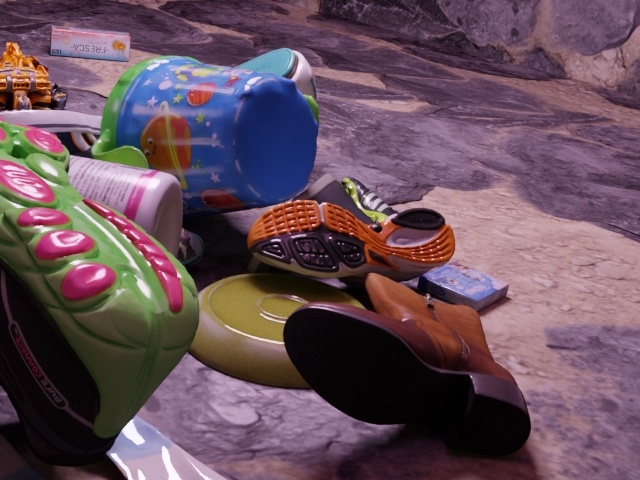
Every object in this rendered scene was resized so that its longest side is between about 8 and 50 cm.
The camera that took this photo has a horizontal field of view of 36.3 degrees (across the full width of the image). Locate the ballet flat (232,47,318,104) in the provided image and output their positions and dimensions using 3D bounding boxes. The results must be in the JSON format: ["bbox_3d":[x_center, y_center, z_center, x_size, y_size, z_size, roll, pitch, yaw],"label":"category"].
[{"bbox_3d":[-0.181,-0.234,1.727,0.400,0.139,0.139,-8,12,28],"label":"ballet flat"}]

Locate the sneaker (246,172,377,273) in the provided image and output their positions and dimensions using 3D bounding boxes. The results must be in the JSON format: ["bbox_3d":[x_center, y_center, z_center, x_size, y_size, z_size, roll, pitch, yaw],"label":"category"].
[{"bbox_3d":[0.000,0.000,1.292,0.118,0.083,0.222,40,44,4],"label":"sneaker"}]

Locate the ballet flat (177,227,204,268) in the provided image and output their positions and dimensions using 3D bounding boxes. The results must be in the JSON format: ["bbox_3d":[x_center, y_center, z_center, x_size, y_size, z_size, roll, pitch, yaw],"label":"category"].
[{"bbox_3d":[-0.239,-0.006,1.241,0.188,0.070,0.070,15,22,26],"label":"ballet flat"}]

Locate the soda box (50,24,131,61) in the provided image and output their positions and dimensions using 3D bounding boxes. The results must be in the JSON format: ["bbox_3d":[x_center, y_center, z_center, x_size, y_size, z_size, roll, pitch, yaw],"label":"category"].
[{"bbox_3d":[-0.541,-0.463,2.297,0.183,0.063,0.058,3,21,-17],"label":"soda box"}]

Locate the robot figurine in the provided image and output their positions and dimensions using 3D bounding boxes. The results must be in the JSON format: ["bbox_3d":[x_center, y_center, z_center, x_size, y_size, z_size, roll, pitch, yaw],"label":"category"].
[{"bbox_3d":[-0.595,-0.304,1.834,0.211,0.085,0.291,-6,25,-32],"label":"robot figurine"}]

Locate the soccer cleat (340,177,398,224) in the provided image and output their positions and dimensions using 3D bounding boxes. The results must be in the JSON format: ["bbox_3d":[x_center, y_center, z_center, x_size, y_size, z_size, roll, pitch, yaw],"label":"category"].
[{"bbox_3d":[0.078,-0.039,1.465,0.072,0.060,0.179,8,25,-29],"label":"soccer cleat"}]

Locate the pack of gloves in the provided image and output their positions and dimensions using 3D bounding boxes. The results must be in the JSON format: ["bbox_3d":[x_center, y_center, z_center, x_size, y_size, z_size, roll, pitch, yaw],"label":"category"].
[{"bbox_3d":[-0.205,0.175,0.805,0.232,0.046,0.195,25,25,36],"label":"pack of gloves"}]

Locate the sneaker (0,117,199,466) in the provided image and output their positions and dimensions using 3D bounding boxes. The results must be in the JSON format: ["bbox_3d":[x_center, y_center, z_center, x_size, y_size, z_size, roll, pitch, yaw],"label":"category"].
[{"bbox_3d":[-0.287,0.016,0.851,0.185,0.202,0.483,14,17,-40],"label":"sneaker"}]

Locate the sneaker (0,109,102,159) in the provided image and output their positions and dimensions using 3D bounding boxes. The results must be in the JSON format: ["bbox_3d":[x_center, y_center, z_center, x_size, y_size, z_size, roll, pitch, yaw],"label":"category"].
[{"bbox_3d":[-0.351,-0.104,1.279,0.126,0.128,0.321,-2,3,18],"label":"sneaker"}]

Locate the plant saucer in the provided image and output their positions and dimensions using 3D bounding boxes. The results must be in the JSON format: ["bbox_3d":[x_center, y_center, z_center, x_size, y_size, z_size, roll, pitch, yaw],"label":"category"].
[{"bbox_3d":[-0.041,0.089,1.102,0.240,0.037,0.241,8,21,-3],"label":"plant saucer"}]

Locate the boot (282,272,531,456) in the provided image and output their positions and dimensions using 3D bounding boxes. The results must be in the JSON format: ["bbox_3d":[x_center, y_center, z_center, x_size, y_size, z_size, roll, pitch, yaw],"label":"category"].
[{"bbox_3d":[0.079,0.085,1.022,0.264,0.096,0.280,18,19,-11],"label":"boot"}]

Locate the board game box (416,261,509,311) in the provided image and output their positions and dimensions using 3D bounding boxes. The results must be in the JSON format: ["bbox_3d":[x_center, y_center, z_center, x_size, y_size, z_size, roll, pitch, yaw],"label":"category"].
[{"bbox_3d":[0.189,0.060,1.291,0.090,0.020,0.090,23,25,31],"label":"board game box"}]

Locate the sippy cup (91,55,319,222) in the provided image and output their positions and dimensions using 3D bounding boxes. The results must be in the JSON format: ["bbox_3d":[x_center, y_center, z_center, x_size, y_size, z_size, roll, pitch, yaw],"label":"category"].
[{"bbox_3d":[-0.133,-0.133,1.298,0.224,0.240,0.306,5,56,40],"label":"sippy cup"}]

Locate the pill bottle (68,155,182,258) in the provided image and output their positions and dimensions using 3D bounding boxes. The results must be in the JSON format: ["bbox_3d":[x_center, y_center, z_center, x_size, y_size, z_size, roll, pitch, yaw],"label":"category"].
[{"bbox_3d":[-0.312,-0.020,1.106,0.282,0.161,0.160,10,21,5],"label":"pill bottle"}]

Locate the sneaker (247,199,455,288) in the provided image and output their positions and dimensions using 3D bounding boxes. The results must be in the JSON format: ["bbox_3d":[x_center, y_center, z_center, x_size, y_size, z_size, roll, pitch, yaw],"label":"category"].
[{"bbox_3d":[0.031,0.022,1.212,0.262,0.121,0.099,4,61,-20],"label":"sneaker"}]
